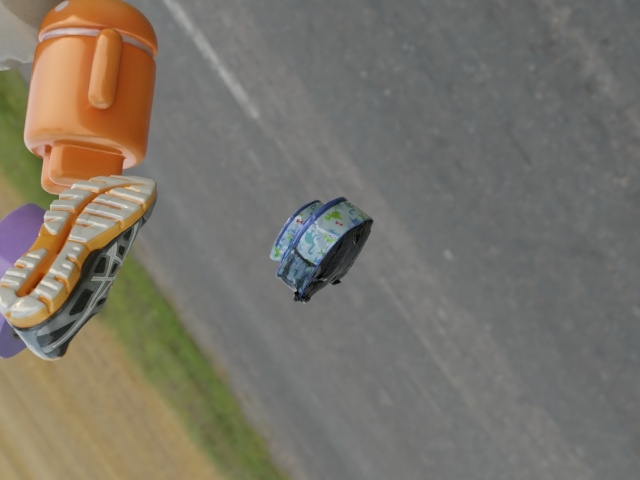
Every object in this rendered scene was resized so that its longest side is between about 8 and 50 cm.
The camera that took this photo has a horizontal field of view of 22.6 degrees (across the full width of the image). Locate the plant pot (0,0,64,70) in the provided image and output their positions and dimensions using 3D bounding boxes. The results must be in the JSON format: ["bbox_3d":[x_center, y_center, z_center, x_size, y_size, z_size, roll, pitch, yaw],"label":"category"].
[{"bbox_3d":[-0.385,-0.353,1.659,0.256,0.256,0.274,45,-177,36],"label":"plant pot"}]

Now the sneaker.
[{"bbox_3d":[-0.215,0.019,1.450,0.084,0.215,0.083,12,136,29],"label":"sneaker"}]

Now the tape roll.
[{"bbox_3d":[-0.384,0.051,2.038,0.080,0.189,0.189,32,160,9],"label":"tape roll"}]

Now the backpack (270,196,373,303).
[{"bbox_3d":[0.000,0.000,1.911,0.084,0.105,0.114,43,124,13],"label":"backpack"}]

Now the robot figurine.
[{"bbox_3d":[-0.233,-0.154,1.627,0.158,0.128,0.219,35,-122,-66],"label":"robot figurine"}]
